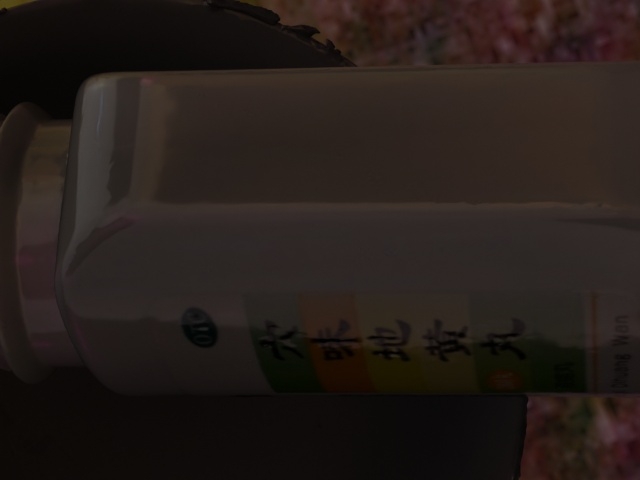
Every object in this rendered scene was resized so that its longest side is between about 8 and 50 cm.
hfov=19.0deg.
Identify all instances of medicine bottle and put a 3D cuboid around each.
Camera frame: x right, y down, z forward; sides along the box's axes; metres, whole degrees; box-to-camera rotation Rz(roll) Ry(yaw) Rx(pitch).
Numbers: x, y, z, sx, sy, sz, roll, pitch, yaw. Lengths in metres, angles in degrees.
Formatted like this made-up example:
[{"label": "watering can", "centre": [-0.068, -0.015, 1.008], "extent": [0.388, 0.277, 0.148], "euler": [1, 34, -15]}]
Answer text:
[{"label": "medicine bottle", "centre": [0.000, 0.000, 0.783], "extent": [0.179, 0.324, 0.124], "euler": [73, -160, -65]}]

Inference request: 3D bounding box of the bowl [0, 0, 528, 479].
[{"label": "bowl", "centre": [-0.090, 0.071, 0.888], "extent": [0.157, 0.345, 0.345], "euler": [131, 118, -70]}]
